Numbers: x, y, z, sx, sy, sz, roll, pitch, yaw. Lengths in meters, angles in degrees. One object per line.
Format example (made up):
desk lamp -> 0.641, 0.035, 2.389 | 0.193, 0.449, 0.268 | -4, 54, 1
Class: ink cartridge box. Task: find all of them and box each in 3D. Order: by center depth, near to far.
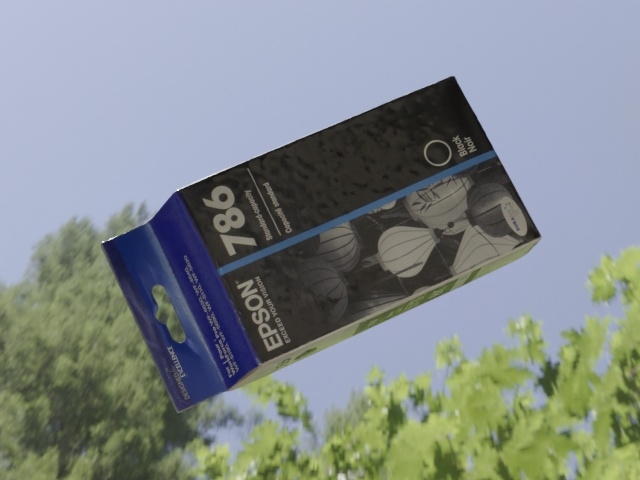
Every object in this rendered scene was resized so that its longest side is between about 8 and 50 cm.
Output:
ink cartridge box -> 0.000, 0.000, 1.172 | 0.332, 0.065, 0.165 | -25, -102, -13
